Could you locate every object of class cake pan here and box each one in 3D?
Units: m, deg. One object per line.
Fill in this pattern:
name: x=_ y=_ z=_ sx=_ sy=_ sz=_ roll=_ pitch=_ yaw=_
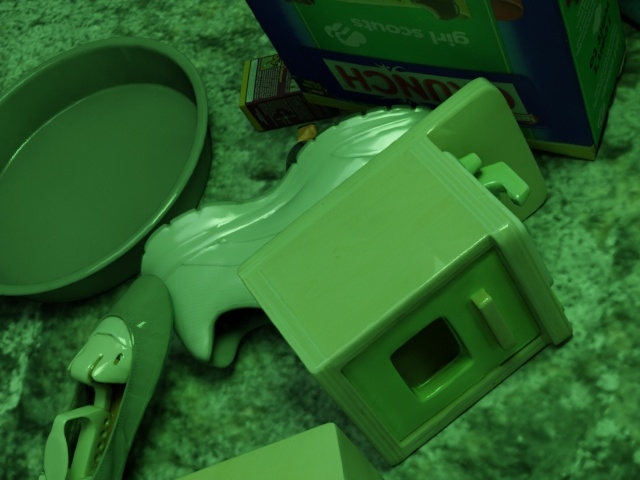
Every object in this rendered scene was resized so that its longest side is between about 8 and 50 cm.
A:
cake pan: x=-0.225 y=-0.063 z=1.309 sx=0.293 sy=0.054 sz=0.293 roll=-14 pitch=52 yaw=19

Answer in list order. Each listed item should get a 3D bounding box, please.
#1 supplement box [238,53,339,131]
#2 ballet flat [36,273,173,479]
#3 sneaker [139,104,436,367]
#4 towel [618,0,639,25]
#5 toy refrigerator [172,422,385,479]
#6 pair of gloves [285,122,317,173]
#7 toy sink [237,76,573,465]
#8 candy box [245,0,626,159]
supplement box: x=-0.027 y=-0.138 z=1.263 sx=0.083 sy=0.043 sz=0.055 roll=-9 pitch=55 yaw=23
ballet flat: x=-0.172 y=0.126 z=1.090 sx=0.072 sy=0.068 sz=0.213 roll=14 pitch=86 yaw=40
sneaker: x=0.000 y=0.000 z=1.126 sx=0.297 sy=0.111 sz=0.129 roll=-32 pitch=59 yaw=13
towel: x=0.270 y=-0.217 z=1.170 sx=0.067 sy=0.029 sz=0.119 roll=-42 pitch=48 yaw=-3
toy refrigerator: x=-0.087 y=0.226 z=0.994 sx=0.269 sy=0.102 sz=0.094 roll=-22 pitch=49 yaw=14
pair of gloves: x=0.008 y=-0.078 z=1.224 sx=0.083 sy=0.010 sz=0.074 roll=-10 pitch=53 yaw=23
toy sink: x=0.088 y=0.026 z=1.012 sx=0.234 sy=0.153 sz=0.131 roll=-38 pitch=48 yaw=-3
candy box: x=0.074 y=-0.204 z=1.046 sx=0.268 sy=0.317 sz=0.122 roll=13 pitch=71 yaw=25
